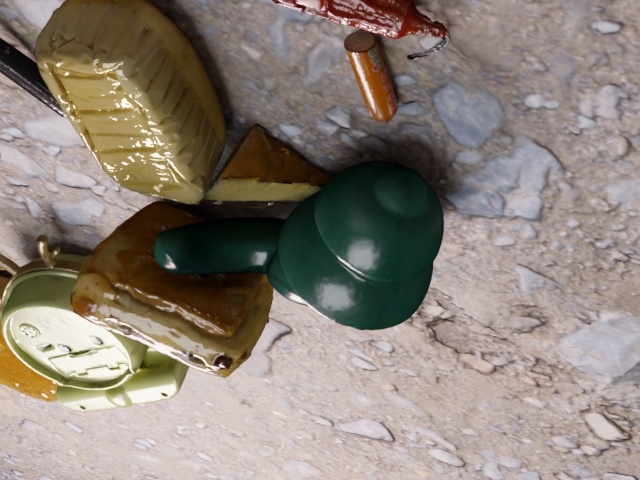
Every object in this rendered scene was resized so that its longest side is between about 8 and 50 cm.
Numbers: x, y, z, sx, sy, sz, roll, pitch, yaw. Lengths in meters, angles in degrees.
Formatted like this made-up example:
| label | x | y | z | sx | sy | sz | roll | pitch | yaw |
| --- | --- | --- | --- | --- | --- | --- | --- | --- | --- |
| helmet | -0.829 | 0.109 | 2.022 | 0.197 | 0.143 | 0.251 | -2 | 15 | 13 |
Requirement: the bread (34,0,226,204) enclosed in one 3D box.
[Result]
| label | x | y | z | sx | sy | sz | roll | pitch | yaw |
| --- | --- | --- | --- | --- | --- | --- | --- | --- | --- |
| bread | -0.179 | -0.143 | 1.219 | 0.140 | 0.106 | 0.236 | 7 | 146 | 25 |

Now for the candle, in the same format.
| label | x | y | z | sx | sy | sz | roll | pitch | yaw |
| --- | --- | --- | --- | --- | --- | --- | --- | --- | --- |
| candle | 0.033 | -0.195 | 1.045 | 0.162 | 0.048 | 0.053 | 19 | 179 | 5 |

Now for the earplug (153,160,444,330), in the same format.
| label | x | y | z | sx | sy | sz | roll | pitch | yaw |
| --- | --- | --- | --- | --- | --- | --- | --- | --- | --- |
| earplug | -0.002 | -0.007 | 1.263 | 0.257 | 0.164 | 0.280 | 38 | 137 | -7 |

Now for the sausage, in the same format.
| label | x | y | z | sx | sy | sz | roll | pitch | yaw |
| --- | --- | --- | --- | --- | --- | --- | --- | --- | --- |
| sausage | 0.050 | -0.145 | 1.128 | 0.031 | 0.031 | 0.107 | 7 | 145 | 27 |

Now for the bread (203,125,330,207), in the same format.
| label | x | y | z | sx | sy | sz | roll | pitch | yaw |
| --- | --- | --- | --- | --- | --- | --- | --- | --- | --- |
| bread | -0.059 | -0.054 | 1.300 | 0.109 | 0.080 | 0.084 | 35 | 150 | -14 |

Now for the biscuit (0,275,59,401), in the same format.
| label | x | y | z | sx | sy | sz | roll | pitch | yaw |
| --- | --- | --- | --- | --- | --- | --- | --- | --- | --- |
| biscuit | -0.470 | 0.152 | 1.937 | 0.287 | 0.057 | 0.344 | 12 | 147 | 17 |

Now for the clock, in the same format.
| label | x | y | z | sx | sy | sz | roll | pitch | yaw |
| --- | --- | --- | --- | --- | --- | --- | --- | --- | --- |
| clock | -0.343 | 0.114 | 1.715 | 0.235 | 0.096 | 0.308 | -12 | 131 | 32 |

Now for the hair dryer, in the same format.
| label | x | y | z | sx | sy | sz | roll | pitch | yaw |
| --- | --- | --- | --- | --- | --- | --- | --- | --- | --- |
| hair dryer | -0.348 | -0.196 | 1.316 | 0.114 | 0.071 | 0.248 | -13 | 142 | 45 |

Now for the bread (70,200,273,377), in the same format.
| label | x | y | z | sx | sy | sz | roll | pitch | yaw |
| --- | --- | --- | --- | --- | --- | --- | --- | --- | --- |
| bread | -0.152 | 0.043 | 1.395 | 0.210 | 0.235 | 0.099 | 25 | 115 | 1 |
